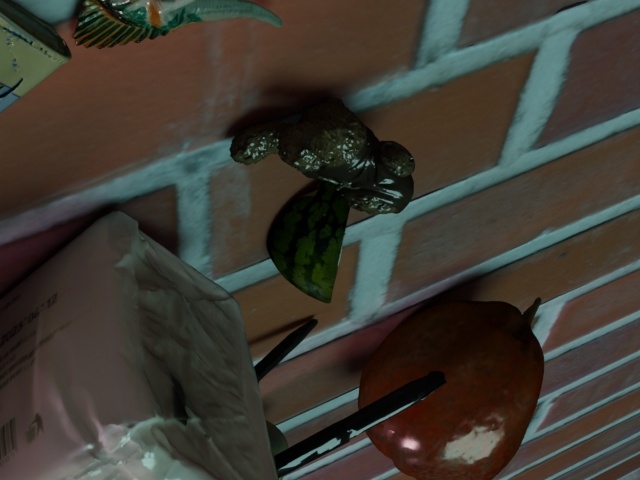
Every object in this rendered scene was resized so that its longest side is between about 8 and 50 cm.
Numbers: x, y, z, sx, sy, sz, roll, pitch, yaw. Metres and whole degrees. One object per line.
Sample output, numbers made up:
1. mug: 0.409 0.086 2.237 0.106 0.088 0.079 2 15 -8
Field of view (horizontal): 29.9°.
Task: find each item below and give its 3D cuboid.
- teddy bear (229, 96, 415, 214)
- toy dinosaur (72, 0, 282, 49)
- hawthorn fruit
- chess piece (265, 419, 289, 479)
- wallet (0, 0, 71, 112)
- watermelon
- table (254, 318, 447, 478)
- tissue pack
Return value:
1. teddy bear: 0.013 -0.072 0.941 0.119 0.078 0.160 4 167 44
2. toy dinosaur: -0.103 -0.142 0.733 0.106 0.044 0.187 -23 170 15
3. hawthorn fruit: 0.169 0.161 1.414 0.262 0.210 0.210 -50 153 2
4. chess piece: -0.115 0.311 1.457 0.133 0.133 0.243 -8 143 -40
5. wallet: -0.232 -0.084 0.690 0.155 0.039 0.110 -36 156 10
6. watermelon: -0.013 0.002 1.087 0.069 0.087 0.163 12 143 -2
7. table: -0.021 0.216 1.139 0.249 0.317 0.317 -26 155 -24
8. tissue pack: -0.216 0.187 0.911 0.356 0.266 0.194 -38 126 16
